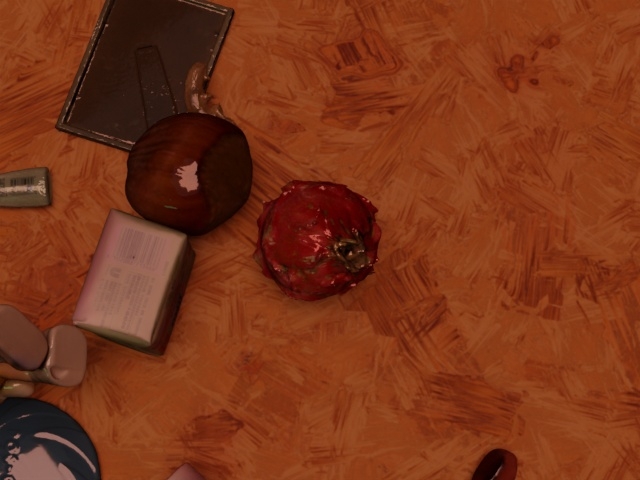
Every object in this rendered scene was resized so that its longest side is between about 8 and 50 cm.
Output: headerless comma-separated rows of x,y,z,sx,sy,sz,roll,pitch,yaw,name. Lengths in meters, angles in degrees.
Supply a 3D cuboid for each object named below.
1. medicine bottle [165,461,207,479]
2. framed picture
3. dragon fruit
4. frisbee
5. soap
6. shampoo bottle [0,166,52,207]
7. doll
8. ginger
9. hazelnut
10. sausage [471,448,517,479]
-0.168,0.484,1.498,0.254,0.152,0.152,42,81,5,medicine bottle
-0.309,-0.306,1.719,0.232,0.024,0.315,18,78,2,framed picture
0.000,0.000,1.551,0.205,0.268,0.210,-37,112,-11,dragon fruit
-0.502,0.397,1.557,0.289,0.049,0.289,0,78,-2,frisbee
-0.296,0.073,1.561,0.138,0.182,0.199,17,78,0,soap
-0.561,-0.085,1.656,0.190,0.041,0.069,-6,84,-3,shampoo bottle
-0.565,0.170,1.450,0.423,0.348,0.161,8,55,3,doll
-0.192,-0.222,1.674,0.069,0.051,0.173,-28,101,0,ginger
-0.215,-0.107,1.608,0.186,0.210,0.210,31,76,-38,hazelnut
0.285,0.385,1.580,0.094,0.059,0.054,-52,128,-10,sausage
